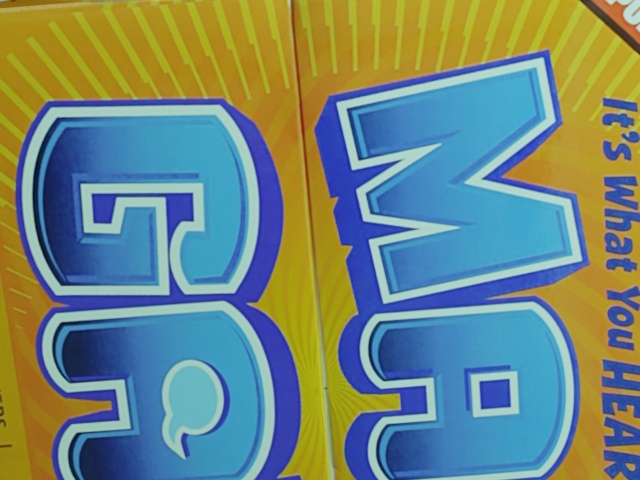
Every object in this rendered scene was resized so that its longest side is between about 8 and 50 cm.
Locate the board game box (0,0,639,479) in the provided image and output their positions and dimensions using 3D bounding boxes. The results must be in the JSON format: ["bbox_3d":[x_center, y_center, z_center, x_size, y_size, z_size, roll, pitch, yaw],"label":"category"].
[{"bbox_3d":[0.000,0.000,0.992,0.356,0.356,0.356,-4,21,1],"label":"board game box"}]
